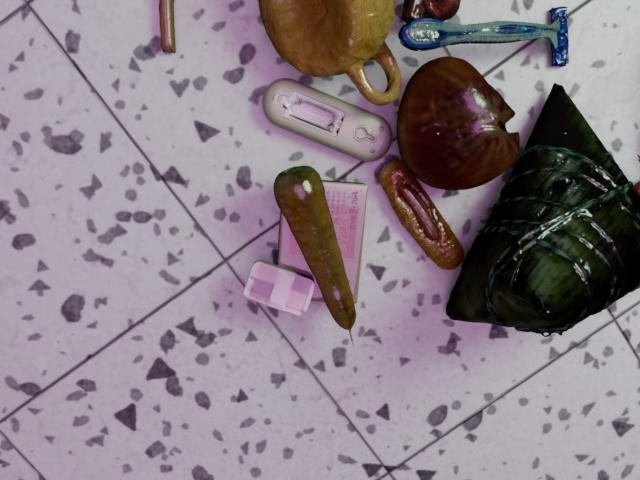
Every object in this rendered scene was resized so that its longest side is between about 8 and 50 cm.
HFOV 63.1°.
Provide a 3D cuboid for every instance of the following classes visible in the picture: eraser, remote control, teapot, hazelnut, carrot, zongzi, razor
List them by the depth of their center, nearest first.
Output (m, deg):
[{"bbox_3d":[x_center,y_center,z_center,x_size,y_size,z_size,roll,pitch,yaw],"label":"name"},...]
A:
[{"bbox_3d":[0.032,-0.342,0.760,0.167,0.203,0.311,-42,101,-40],"label":"teapot"},{"bbox_3d":[0.263,-0.308,0.773,0.324,0.056,0.093,-9,100,-24],"label":"razor"},{"bbox_3d":[0.203,-0.175,0.791,0.178,0.178,0.203,-14,100,-1],"label":"hazelnut"},{"bbox_3d":[0.004,0.029,0.805,0.078,0.078,0.298,-19,103,0],"label":"carrot"},{"bbox_3d":[0.358,-0.049,0.813,0.384,0.319,0.362,-24,87,-15],"label":"zongzi"},{"bbox_3d":[-0.065,0.075,0.828,0.105,0.026,0.065,18,96,-5],"label":"eraser"},{"bbox_3d":[0.012,-0.193,0.838,0.222,0.042,0.078,21,97,-6],"label":"remote control"}]

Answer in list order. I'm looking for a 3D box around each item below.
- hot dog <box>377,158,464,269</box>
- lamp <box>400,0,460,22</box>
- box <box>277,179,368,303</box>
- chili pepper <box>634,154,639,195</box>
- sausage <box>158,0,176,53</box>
[{"bbox_3d":[0.169,-0.038,0.872,0.066,0.047,0.215,-34,100,5],"label":"hot dog"},{"bbox_3d":[0.180,-0.450,0.756,0.223,0.151,0.215,-29,114,8],"label":"lamp"},{"bbox_3d":[0.000,0.000,0.862,0.141,0.058,0.201,5,98,-4],"label":"box"},{"bbox_3d":[0.572,-0.073,0.872,0.084,0.086,0.192,-29,112,32],"label":"chili pepper"},{"bbox_3d":[-0.237,-0.350,0.805,0.026,0.026,0.116,0,100,-4],"label":"sausage"}]
